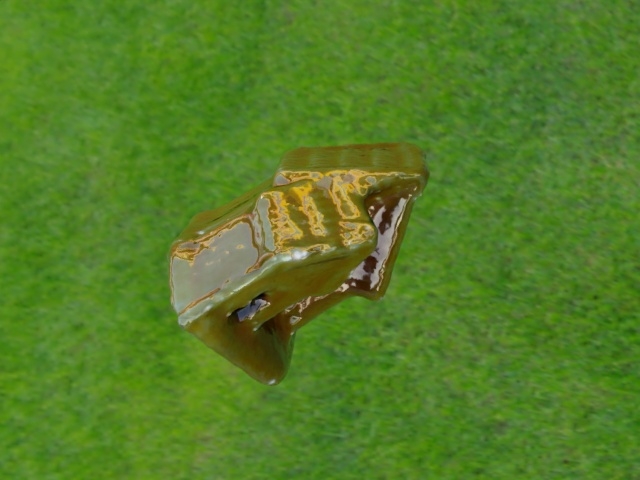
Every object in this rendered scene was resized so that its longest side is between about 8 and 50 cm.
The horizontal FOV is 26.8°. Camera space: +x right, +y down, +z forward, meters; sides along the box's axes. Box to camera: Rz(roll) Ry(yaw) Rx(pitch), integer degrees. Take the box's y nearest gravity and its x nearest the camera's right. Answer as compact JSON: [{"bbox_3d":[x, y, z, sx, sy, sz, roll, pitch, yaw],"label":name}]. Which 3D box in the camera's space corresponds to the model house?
[{"bbox_3d":[0.003,0.007,1.208,0.239,0.268,0.173,-32,103,10],"label":"model house"}]
